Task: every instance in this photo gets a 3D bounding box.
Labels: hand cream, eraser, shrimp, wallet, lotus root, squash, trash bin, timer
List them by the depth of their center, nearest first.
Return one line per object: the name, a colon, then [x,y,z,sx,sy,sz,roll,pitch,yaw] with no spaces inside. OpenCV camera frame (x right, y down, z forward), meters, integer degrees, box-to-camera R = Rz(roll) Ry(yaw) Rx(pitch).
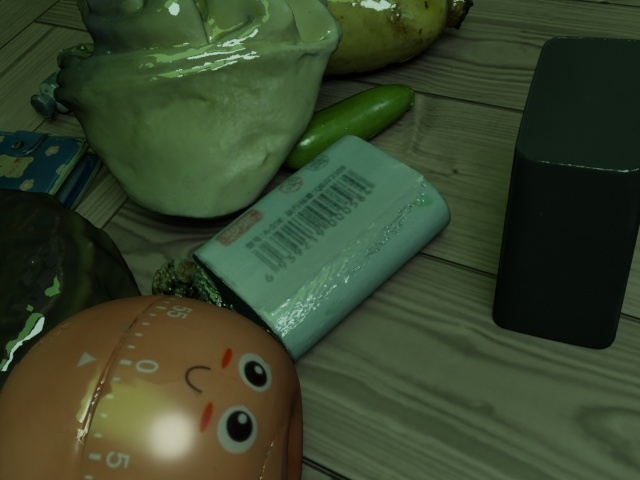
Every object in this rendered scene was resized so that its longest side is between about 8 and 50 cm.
timer: [-0.120,0.155,0.484,0.214,0.230,0.230,6,52,2]
trash bin: [0.222,-0.039,0.558,0.115,0.225,0.165,11,55,23]
shrimp: [-0.122,0.079,0.648,0.161,0.091,0.034,39,33,27]
eraser: [0.000,0.000,0.677,0.227,0.081,0.174,-39,57,-19]
squash: [0.033,-0.145,0.798,0.201,0.066,0.066,-27,50,-15]
wallet: [-0.414,-0.092,0.867,0.202,0.059,0.141,6,51,19]
lotus root: [0.064,-0.310,0.871,0.284,0.146,0.160,-5,71,6]
hand cream: [-0.358,-0.282,1.019,0.088,0.055,0.256,20,52,22]

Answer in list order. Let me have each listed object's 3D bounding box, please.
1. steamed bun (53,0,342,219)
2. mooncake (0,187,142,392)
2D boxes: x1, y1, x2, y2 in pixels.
steamed bun: [-0.171,-0.223,0.744,0.339,0.247,0.352,33,97,43]
mooncake: [-0.326,0.088,0.634,0.290,0.161,0.290,-6,53,8]
